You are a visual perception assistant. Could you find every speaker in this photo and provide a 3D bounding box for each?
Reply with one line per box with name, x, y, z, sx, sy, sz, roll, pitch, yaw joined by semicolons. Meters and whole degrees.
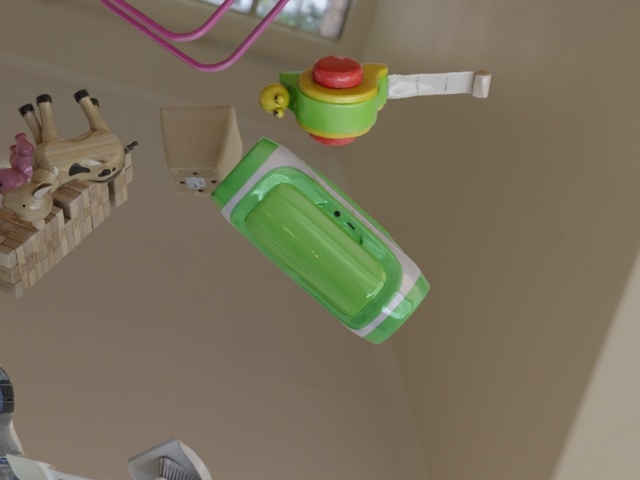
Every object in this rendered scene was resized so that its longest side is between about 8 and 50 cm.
speaker;0.000;0.000;1.799;0.296;0.131;0.131;42;-163;-4

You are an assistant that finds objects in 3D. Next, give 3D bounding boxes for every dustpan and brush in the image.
dustpan and brush;-0.210;0.422;2.227;0.211;0.147;0.060;42;-137;-21

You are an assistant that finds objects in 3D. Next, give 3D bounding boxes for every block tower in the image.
block tower;-0.427;-0.038;2.161;0.097;0.091;0.335;19;-138;22

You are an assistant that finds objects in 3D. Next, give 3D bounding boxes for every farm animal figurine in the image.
farm animal figurine;-0.415;-0.051;1.606;0.327;0.330;0.172;13;-127;-63

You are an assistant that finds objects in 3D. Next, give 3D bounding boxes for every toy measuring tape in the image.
toy measuring tape;0.082;-0.189;1.841;0.330;0.121;0.121;-2;-159;-11

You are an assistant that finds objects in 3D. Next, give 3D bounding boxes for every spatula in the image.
spatula;-0.294;0.345;1.733;0.242;0.168;0.019;3;-145;43

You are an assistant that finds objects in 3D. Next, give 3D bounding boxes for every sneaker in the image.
sneaker;-0.478;0.264;1.944;0.111;0.297;0.129;-4;-148;-19

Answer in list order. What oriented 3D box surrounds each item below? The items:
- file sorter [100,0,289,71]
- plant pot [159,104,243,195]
file sorter;-0.143;-0.307;1.181;0.202;0.182;0.290;36;171;25
plant pot;-0.173;-0.123;1.967;0.109;0.109;0.096;-2;-120;4
